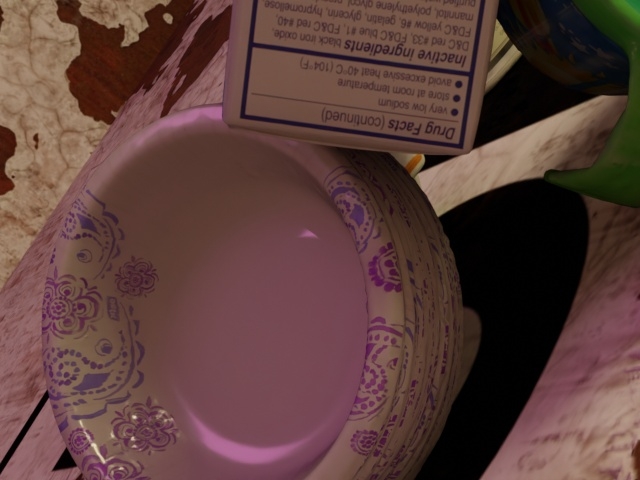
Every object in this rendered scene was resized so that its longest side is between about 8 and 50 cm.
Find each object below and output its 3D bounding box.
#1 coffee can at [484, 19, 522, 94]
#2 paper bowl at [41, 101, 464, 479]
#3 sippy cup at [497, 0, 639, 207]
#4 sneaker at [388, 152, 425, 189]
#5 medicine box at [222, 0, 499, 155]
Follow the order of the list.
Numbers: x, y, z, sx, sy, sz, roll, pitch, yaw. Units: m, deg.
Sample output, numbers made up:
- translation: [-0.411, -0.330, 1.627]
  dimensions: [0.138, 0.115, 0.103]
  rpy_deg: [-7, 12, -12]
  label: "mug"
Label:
- translation: [0.049, -0.258, 1.405]
  dimensions: [0.201, 0.275, 0.201]
  rpy_deg: [-47, 17, 19]
  label: "coffee can"
- translation: [-0.035, 0.057, 1.060]
  dimensions: [0.284, 0.148, 0.284]
  rpy_deg: [-4, 84, 35]
  label: "paper bowl"
- translation: [0.206, -0.187, 0.964]
  dimensions: [0.305, 0.240, 0.224]
  rpy_deg: [-39, 2, -14]
  label: "sippy cup"
- translation: [0.000, 0.000, 1.307]
  dimensions: [0.126, 0.127, 0.321]
  rpy_deg: [-54, -9, -28]
  label: "sneaker"
- translation: [0.036, -0.223, 0.983]
  dimensions: [0.263, 0.149, 0.289]
  rpy_deg: [-83, 1, -74]
  label: "medicine box"
